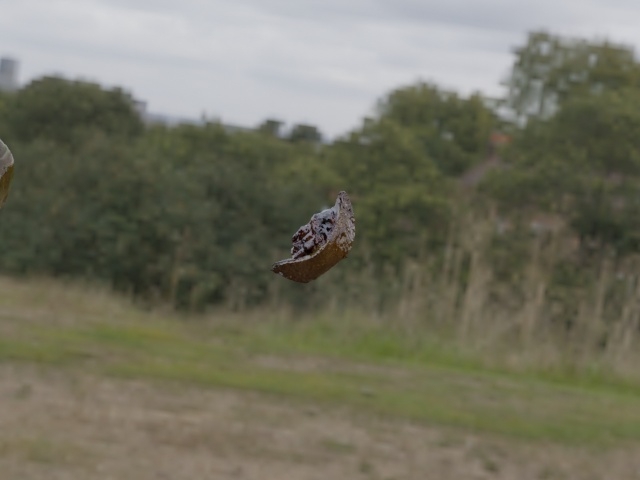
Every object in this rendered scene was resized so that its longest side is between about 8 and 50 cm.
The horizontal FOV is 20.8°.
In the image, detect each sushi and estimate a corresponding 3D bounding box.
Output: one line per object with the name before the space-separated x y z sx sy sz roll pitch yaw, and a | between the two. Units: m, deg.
sushi | 0.000 0.000 1.624 0.047 0.099 0.050 47 -15 -24

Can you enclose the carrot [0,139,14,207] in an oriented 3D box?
carrot | -0.379 0.014 1.501 0.114 0.114 0.302 9 39 21
